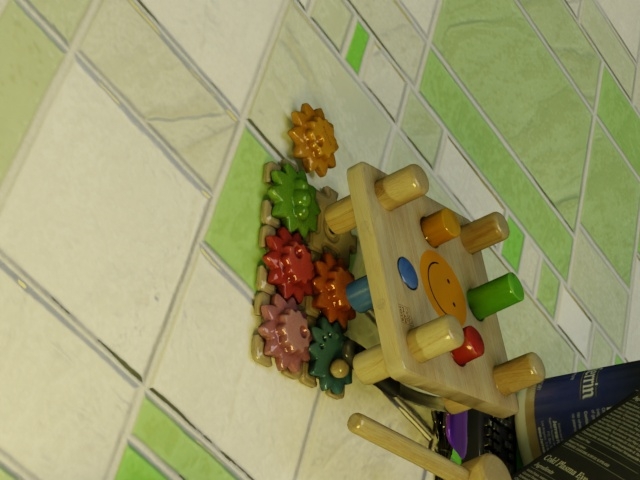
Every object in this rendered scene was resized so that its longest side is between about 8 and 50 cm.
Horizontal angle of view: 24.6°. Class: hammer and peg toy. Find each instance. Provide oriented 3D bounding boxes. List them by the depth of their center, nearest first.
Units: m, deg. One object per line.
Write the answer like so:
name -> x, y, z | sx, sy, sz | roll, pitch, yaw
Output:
hammer and peg toy -> 0.135, 0.104, 1.612 | 0.266, 0.127, 0.361 | 26, 46, -50

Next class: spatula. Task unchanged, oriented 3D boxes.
spatula -> 0.105, 0.175, 1.680 | 0.296, 0.030, 0.084 | 34, 50, -46

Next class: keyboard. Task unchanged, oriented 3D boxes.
keyboard -> 0.198, 0.314, 1.821 | 0.201, 0.033, 0.317 | 30, 53, -46

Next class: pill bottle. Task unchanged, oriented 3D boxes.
pill bottle -> 0.399, 0.236, 1.913 | 0.153, 0.264, 0.153 | 45, 38, -51

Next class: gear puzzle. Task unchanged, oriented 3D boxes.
gear puzzle -> 0.000, 0.000, 1.649 | 0.175, 0.044, 0.339 | 31, 53, -45

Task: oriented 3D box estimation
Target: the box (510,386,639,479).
box -> 0.376, 0.398, 1.726 | 0.312, 0.179, 0.343 | -32, 109, -15
